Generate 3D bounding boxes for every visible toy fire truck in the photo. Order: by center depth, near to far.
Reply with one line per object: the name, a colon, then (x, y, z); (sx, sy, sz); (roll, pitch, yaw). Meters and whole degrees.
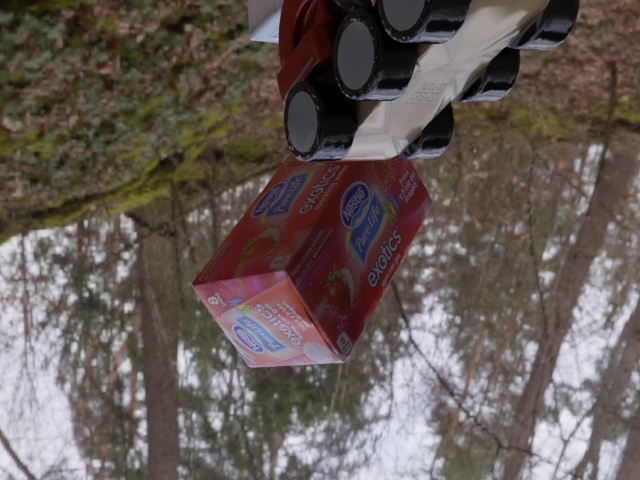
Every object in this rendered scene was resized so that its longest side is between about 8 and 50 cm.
toy fire truck: (0.024, -0.200, 0.628); (0.158, 0.217, 0.247); (-4, -113, -30)

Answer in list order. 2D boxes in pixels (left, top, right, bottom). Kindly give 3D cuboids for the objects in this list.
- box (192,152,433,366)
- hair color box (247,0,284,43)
box: (0.000, 0.000, 0.942); (0.128, 0.123, 0.257); (-10, -147, 39)
hair color box: (0.041, -0.359, 0.953); (0.113, 0.186, 0.374); (0, 170, -29)
